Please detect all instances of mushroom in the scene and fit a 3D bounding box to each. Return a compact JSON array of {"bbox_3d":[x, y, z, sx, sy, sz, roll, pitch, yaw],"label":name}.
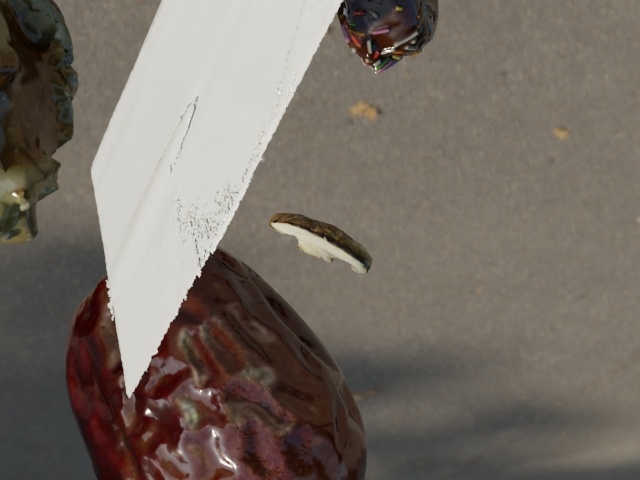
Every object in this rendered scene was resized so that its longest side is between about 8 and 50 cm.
[{"bbox_3d":[0.000,0.000,1.047,0.101,0.019,0.049,26,152,10],"label":"mushroom"}]

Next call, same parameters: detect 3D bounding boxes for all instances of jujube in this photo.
[{"bbox_3d":[-0.075,0.120,0.825,0.183,0.243,0.183,-33,168,-8],"label":"jujube"}]

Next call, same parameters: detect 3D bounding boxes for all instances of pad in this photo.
[{"bbox_3d":[-0.053,-0.061,0.491,0.004,0.156,0.232,9,132,-28],"label":"pad"}]

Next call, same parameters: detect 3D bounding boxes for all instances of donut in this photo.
[{"bbox_3d":[0.070,-0.300,1.286,0.089,0.235,0.235,-10,150,16],"label":"donut"}]

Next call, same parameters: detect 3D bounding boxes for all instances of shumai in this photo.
[{"bbox_3d":[-0.321,-0.090,0.969,0.262,0.267,0.314,-21,159,-18],"label":"shumai"}]
